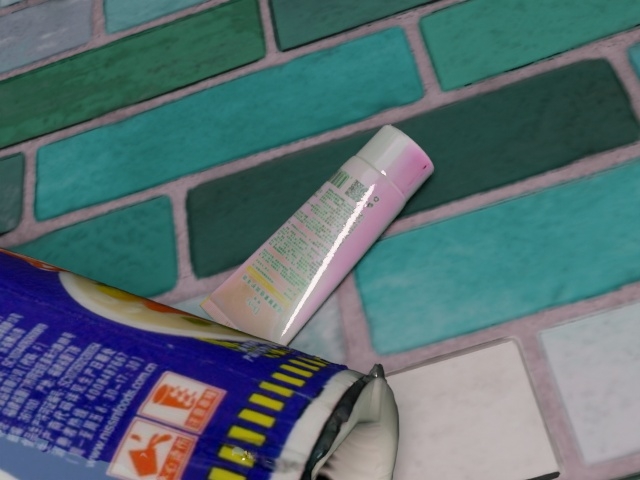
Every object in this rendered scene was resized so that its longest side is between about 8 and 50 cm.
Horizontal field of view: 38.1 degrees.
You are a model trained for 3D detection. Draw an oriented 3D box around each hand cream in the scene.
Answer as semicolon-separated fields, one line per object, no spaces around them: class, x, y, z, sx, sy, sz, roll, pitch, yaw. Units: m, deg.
hand cream;0.000;0.000;0.614;0.174;0.047;0.076;-47;54;-5

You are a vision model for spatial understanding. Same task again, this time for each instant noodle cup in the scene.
instant noodle cup;-0.138;0.127;0.446;0.312;0.284;0.284;10;60;17
